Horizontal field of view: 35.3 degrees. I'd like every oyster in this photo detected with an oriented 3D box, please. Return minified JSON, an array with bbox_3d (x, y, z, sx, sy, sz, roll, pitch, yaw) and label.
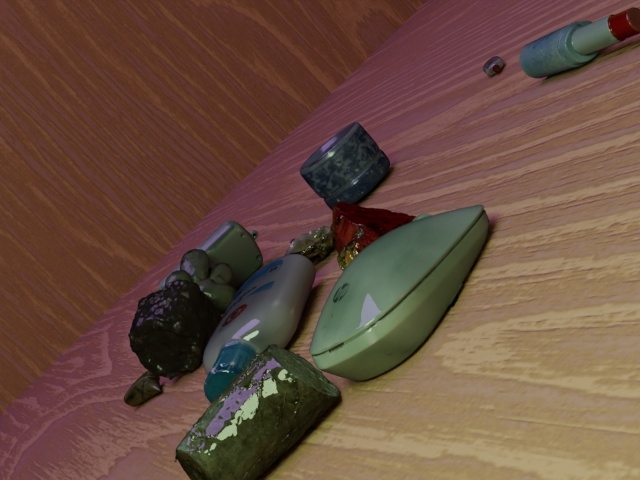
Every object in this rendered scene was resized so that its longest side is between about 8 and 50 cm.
[{"bbox_3d":[-0.007,0.007,1.680,0.148,0.051,0.103,-29,4,-16],"label":"oyster"}]

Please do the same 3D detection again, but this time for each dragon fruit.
[{"bbox_3d":[0.075,0.018,1.376,0.192,0.123,0.092,-103,22,-74],"label":"dragon fruit"}]

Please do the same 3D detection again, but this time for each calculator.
[{"bbox_3d":[-0.213,0.066,1.987,0.246,0.141,0.045,-45,47,-11],"label":"calculator"}]

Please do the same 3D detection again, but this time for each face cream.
[{"bbox_3d":[0.326,-0.326,1.884,0.040,0.021,0.083,-41,11,12],"label":"face cream"},{"bbox_3d":[-0.096,0.131,1.434,0.163,0.080,0.336,-38,11,21],"label":"face cream"}]

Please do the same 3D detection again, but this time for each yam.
[{"bbox_3d":[-0.072,0.194,1.069,0.183,0.107,0.107,-47,11,-8],"label":"yam"}]

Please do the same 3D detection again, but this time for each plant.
[{"bbox_3d":[-0.235,0.117,1.800,0.149,0.146,0.274,-6,25,19],"label":"plant"}]

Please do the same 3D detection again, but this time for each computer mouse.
[{"bbox_3d":[0.082,0.041,1.125,0.159,0.097,0.288,-34,14,45],"label":"computer mouse"}]

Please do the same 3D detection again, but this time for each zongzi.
[{"bbox_3d":[-0.313,0.276,1.786,0.076,0.040,0.083,-48,28,3],"label":"zongzi"}]

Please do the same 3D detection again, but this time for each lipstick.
[{"bbox_3d":[0.375,-0.284,1.434,0.068,0.061,0.274,-43,10,-14],"label":"lipstick"}]

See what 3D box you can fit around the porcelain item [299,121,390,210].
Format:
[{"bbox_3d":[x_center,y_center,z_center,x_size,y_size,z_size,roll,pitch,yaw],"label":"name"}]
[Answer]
[{"bbox_3d":[0.048,-0.133,1.861,0.147,0.114,0.147,-39,11,9],"label":"porcelain item"}]
